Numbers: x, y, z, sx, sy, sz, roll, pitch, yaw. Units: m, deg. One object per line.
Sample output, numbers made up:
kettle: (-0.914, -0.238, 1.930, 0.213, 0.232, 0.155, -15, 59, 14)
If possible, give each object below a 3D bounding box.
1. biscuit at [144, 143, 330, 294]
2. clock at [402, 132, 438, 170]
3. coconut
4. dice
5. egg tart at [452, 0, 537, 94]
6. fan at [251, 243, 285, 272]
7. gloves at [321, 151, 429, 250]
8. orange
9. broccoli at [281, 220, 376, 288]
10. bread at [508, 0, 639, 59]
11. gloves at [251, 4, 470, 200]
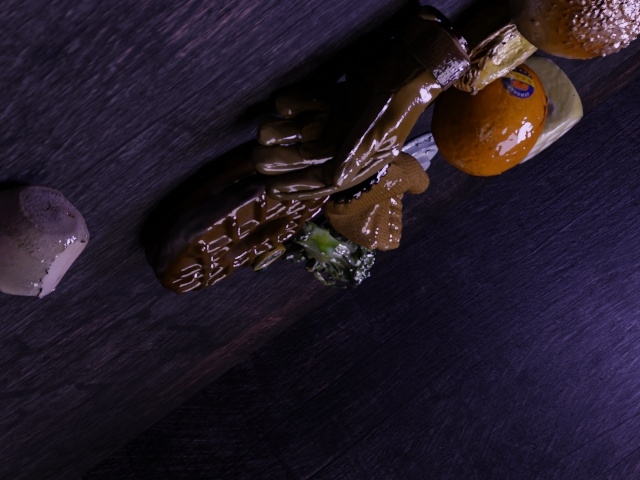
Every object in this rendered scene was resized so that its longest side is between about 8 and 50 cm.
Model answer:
biscuit: (-0.123, -0.036, 1.275, 0.332, 0.103, 0.332, -33, 171, -6)
clock: (0.178, -0.154, 1.852, 0.236, 0.053, 0.236, -35, 170, -7)
coconut: (-0.305, 0.008, 0.858, 0.124, 0.110, 0.110, -48, 165, 32)
dice: (0.445, -0.282, 1.778, 0.169, 0.169, 0.166, -34, 170, -3)
egg tart: (0.285, -0.320, 1.307, 0.212, 0.090, 0.212, -34, 172, -6)
fan: (-0.124, 0.036, 1.788, 0.082, 0.039, 0.155, -32, 171, -18)
gloves: (0.091, -0.099, 1.525, 0.203, 0.155, 0.356, -42, 154, 2)
orange: (0.302, -0.225, 1.490, 0.219, 0.193, 0.219, -168, -90, -87)
broccoli: (-0.011, 0.000, 1.842, 0.275, 0.177, 0.198, 18, 169, -43)
bread: (0.367, -0.378, 1.057, 0.192, 0.171, 0.314, 6, 131, -49)
gloves: (0.052, -0.169, 1.096, 0.331, 0.154, 0.141, -42, 168, -2)
